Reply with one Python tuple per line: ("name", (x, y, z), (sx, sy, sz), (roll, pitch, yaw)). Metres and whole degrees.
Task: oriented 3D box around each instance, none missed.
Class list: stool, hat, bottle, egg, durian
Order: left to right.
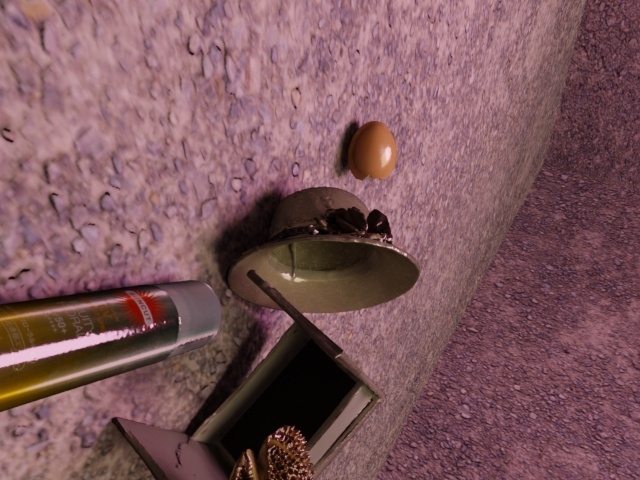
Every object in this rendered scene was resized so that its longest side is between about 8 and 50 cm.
("bottle", (-0.206, 0.087, 0.497), (0.286, 0.082, 0.082), (-4, 115, -63))
("stool", (-0.073, 0.219, 0.720), (0.243, 0.170, 0.269), (-47, 150, -9))
("durian", (-0.050, 0.261, 0.564), (0.110, 0.071, 0.140), (-16, 139, -45))
("hat", (0.000, 0.000, 0.750), (0.257, 0.257, 0.130), (58, 25, -61))
("egg", (0.082, -0.143, 0.878), (0.080, 0.080, 0.096), (-37, 126, -47))
